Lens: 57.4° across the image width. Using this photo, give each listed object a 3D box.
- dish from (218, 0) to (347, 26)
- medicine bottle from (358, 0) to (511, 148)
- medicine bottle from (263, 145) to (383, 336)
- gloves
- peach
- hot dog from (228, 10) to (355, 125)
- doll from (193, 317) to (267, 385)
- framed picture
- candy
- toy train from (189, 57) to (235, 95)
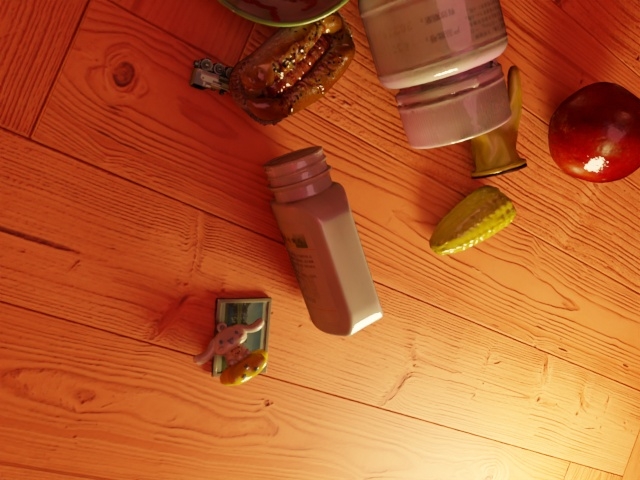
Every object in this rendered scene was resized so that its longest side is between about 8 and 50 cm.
[{"bbox_3d":[-0.063,-0.520,0.947,0.325,0.124,0.323,-2,113,-4],"label":"dish"},{"bbox_3d":[0.218,-0.343,1.072,0.241,0.241,0.301,-26,108,-22],"label":"medicine bottle"},{"bbox_3d":[0.000,0.000,1.046,0.124,0.179,0.324,-27,108,-21],"label":"medicine bottle"},{"bbox_3d":[0.346,-0.286,1.234,0.133,0.116,0.294,-20,100,-31],"label":"gloves"},{"bbox_3d":[0.636,-0.249,1.327,0.244,0.200,0.243,1,87,-24],"label":"peach"},{"bbox_3d":[-0.041,-0.304,1.024,0.268,0.075,0.144,-45,125,-22],"label":"hot dog"},{"bbox_3d":[-0.149,0.195,1.060,0.113,0.071,0.135,38,73,-8],"label":"doll"},{"bbox_3d":[-0.147,0.179,1.093,0.109,0.011,0.148,1,97,-27],"label":"framed picture"},{"bbox_3d":[0.319,-0.034,1.257,0.199,0.094,0.106,-34,117,-13],"label":"candy"},{"bbox_3d":[-0.179,-0.277,0.996,0.083,0.033,0.053,13,96,-29],"label":"toy train"}]
